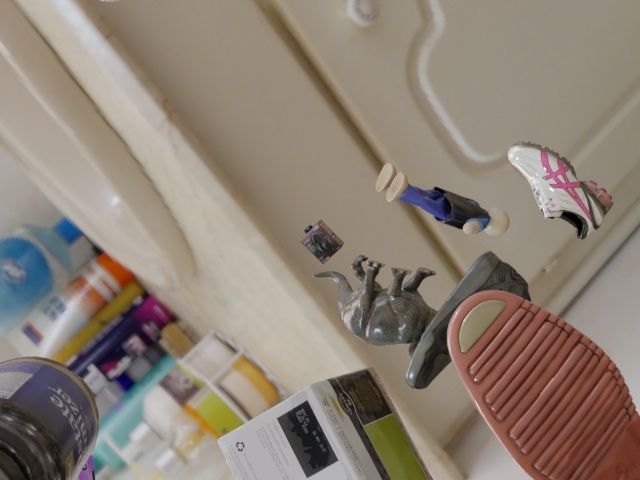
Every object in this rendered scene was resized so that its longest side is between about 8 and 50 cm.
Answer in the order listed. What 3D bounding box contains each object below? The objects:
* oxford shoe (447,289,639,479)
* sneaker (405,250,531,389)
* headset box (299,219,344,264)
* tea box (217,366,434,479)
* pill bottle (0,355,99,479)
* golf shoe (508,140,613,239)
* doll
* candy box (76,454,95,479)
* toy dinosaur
[{"bbox_3d":[0.262,0.200,0.982,0.397,0.140,0.146,46,175,-13],"label":"oxford shoe"},{"bbox_3d":[0.223,0.139,1.336,0.130,0.227,0.087,37,177,17],"label":"sneaker"},{"bbox_3d":[0.000,0.000,2.049,0.083,0.062,0.032,45,-156,-7],"label":"headset box"},{"bbox_3d":[0.036,0.434,1.695,0.329,0.220,0.323,62,-159,14],"label":"tea box"},{"bbox_3d":[-0.256,0.175,0.744,0.123,0.123,0.219,48,-178,-7],"label":"pill bottle"},{"bbox_3d":[0.362,-0.079,1.441,0.186,0.086,0.067,37,164,-2],"label":"golf shoe"},{"bbox_3d":[0.167,-0.042,1.209,0.189,0.046,0.129,19,-164,-26],"label":"doll"},{"bbox_3d":[-0.371,0.349,1.176,0.196,0.070,0.165,28,-141,-53],"label":"candy box"},{"bbox_3d":[0.100,0.114,1.545,0.313,0.160,0.121,11,-174,26],"label":"toy dinosaur"}]
